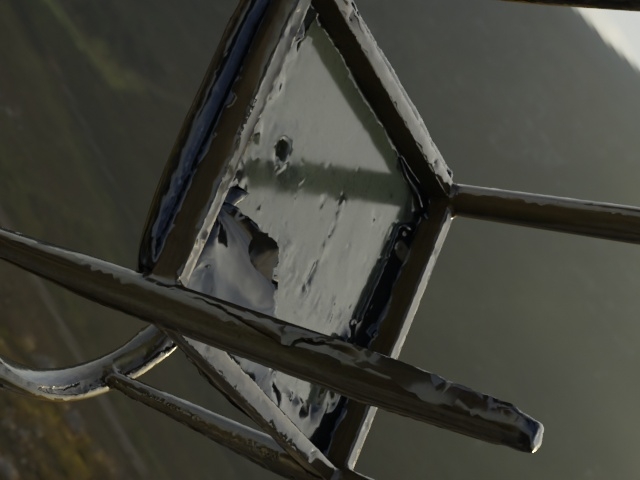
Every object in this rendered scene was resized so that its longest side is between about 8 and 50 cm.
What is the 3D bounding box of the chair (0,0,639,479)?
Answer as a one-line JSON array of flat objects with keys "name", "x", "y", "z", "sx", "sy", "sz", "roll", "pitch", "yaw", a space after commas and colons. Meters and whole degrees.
[{"name": "chair", "x": 0.000, "y": 0.000, "z": 0.524, "sx": 0.272, "sy": 0.166, "sz": 0.188, "roll": 11, "pitch": -25, "yaw": 30}]
